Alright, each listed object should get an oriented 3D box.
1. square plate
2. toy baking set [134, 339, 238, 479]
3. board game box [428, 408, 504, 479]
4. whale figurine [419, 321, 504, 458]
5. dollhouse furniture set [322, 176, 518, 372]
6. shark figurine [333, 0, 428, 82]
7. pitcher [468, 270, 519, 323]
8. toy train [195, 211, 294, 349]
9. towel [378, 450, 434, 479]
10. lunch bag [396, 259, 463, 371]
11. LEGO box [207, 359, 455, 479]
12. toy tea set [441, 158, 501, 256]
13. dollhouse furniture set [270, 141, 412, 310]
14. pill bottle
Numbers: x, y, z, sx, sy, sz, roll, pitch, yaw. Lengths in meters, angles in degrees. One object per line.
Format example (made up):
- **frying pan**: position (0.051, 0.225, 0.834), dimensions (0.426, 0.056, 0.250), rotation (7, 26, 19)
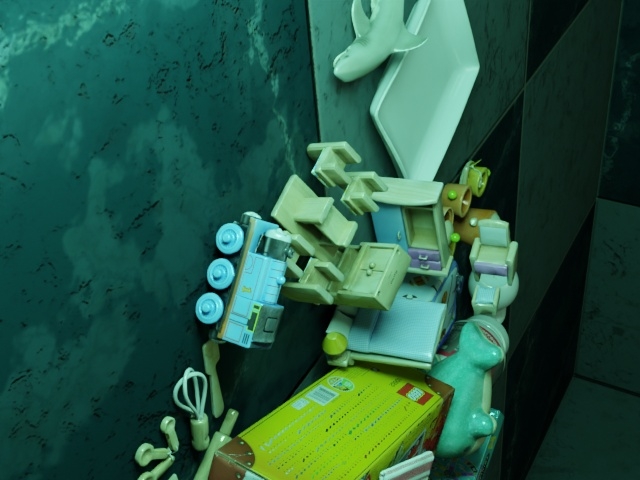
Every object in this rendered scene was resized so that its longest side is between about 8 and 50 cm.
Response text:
- **square plate**: position (0.192, -0.282, 1.687), dimensions (0.347, 0.049, 0.344), rotation (-66, 153, -17)
- **toy baking set**: position (-0.175, 0.274, 1.284), dimensions (0.256, 0.030, 0.197), rotation (-64, 153, -21)
- **board game box**: position (0.207, 0.479, 1.916), dimensions (0.336, 0.253, 0.079), rotation (-68, 154, -12)
- **whale figurine**: position (0.240, 0.285, 1.714), dimensions (0.141, 0.216, 0.272), rotation (-3, 128, -35)
- **dollhouse furniture set**: position (0.162, 0.074, 1.560), dimensions (0.198, 0.286, 0.303), rotation (74, 31, -45)
- **shark figurine**: position (0.119, -0.354, 1.430), dimensions (0.166, 0.116, 0.278), rotation (27, 82, -65)
- **pitcher**: position (0.441, 0.104, 2.354), dimensions (0.207, 0.125, 0.178), rotation (77, 16, -62)
- **toy train**: position (-0.096, 0.056, 1.233), dimensions (0.080, 0.105, 0.184), rotation (18, 88, -65)
- **towel**: position (0.109, 0.428, 1.430), dimensions (0.144, 0.029, 0.197), rotation (-2, 110, -55)
- **lunch bag**: position (0.193, 0.180, 1.885), dimensions (0.303, 0.114, 0.243), rotation (-48, 146, -41)
- **LEGO box**: position (0.004, 0.443, 1.512), dimensions (0.500, 0.193, 0.373), rotation (-23, 131, -58)
- **toy tea set**: position (0.323, -0.037, 2.002), dimensions (0.336, 0.124, 0.200), rotation (-38, 137, -51)
- **dollhouse furniture set**: position (0.000, 0.000, 1.413), dimensions (0.242, 0.161, 0.212), rotation (44, 62, -37)
- **pill bottle**: position (0.328, 0.292, 2.143), dimensions (0.318, 0.176, 0.176), rotation (-32, 132, -55)
